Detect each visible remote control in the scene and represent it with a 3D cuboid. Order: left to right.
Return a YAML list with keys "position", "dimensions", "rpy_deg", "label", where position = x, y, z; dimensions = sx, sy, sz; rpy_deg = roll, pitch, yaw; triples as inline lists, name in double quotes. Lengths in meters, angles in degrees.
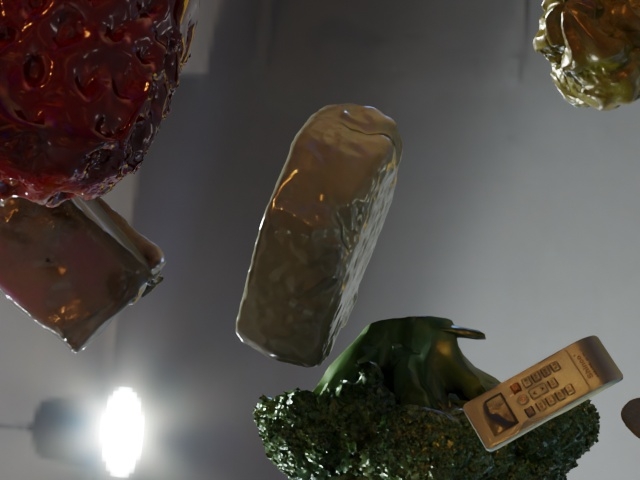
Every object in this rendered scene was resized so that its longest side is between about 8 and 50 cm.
- position: [0.232, 0.160, 1.630]
  dimensions: [0.061, 0.162, 0.029]
  rpy_deg: [62, -179, 34]
  label: "remote control"

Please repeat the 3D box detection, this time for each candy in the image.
- position: [-0.274, 0.016, 1.697]
  dimensions: [0.137, 0.195, 0.185]
  rpy_deg: [-46, 6, 5]
  label: "candy"

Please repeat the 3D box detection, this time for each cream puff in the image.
- position: [0.286, -0.215, 1.637]
  dimensions: [0.156, 0.156, 0.121]
  rpy_deg: [75, -149, -47]
  label: "cream puff"

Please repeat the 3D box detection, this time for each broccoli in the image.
- position: [0.138, 0.255, 1.914]
  dimensions: [0.310, 0.413, 0.321]
  rpy_deg: [-84, -18, -51]
  label: "broccoli"

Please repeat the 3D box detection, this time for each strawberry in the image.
- position: [-0.241, -0.165, 1.299]
  dimensions: [0.317, 0.295, 0.345]
  rpy_deg: [19, -132, -36]
  label: "strawberry"

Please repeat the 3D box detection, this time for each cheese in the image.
- position: [0.000, 0.000, 1.838]
  dimensions: [0.326, 0.115, 0.318]
  rpy_deg: [93, -162, -72]
  label: "cheese"

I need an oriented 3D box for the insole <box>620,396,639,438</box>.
- position: [0.404, 0.216, 1.696]
  dimensions: [0.064, 0.188, 0.004]
  rpy_deg: [-44, -46, -22]
  label: "insole"
